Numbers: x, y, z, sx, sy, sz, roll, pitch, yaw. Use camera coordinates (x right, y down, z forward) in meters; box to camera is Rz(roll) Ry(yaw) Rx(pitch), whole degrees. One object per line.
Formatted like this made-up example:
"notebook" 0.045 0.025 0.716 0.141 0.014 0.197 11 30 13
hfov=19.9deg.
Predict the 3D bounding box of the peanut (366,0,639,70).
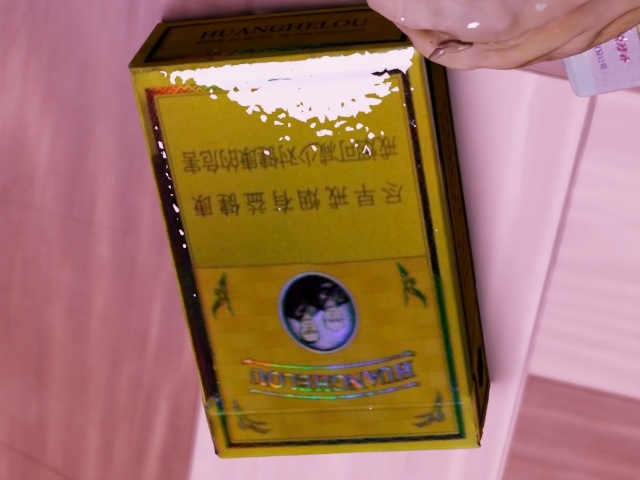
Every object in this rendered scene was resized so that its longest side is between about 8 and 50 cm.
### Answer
"peanut" 0.145 -0.190 0.693 0.313 0.149 0.149 -37 106 17

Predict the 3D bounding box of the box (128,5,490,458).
"box" 0.000 0.000 0.886 0.141 0.064 0.220 -3 119 13

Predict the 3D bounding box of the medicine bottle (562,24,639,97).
"medicine bottle" 0.160 -0.113 0.793 0.118 0.055 0.074 -10 113 17
